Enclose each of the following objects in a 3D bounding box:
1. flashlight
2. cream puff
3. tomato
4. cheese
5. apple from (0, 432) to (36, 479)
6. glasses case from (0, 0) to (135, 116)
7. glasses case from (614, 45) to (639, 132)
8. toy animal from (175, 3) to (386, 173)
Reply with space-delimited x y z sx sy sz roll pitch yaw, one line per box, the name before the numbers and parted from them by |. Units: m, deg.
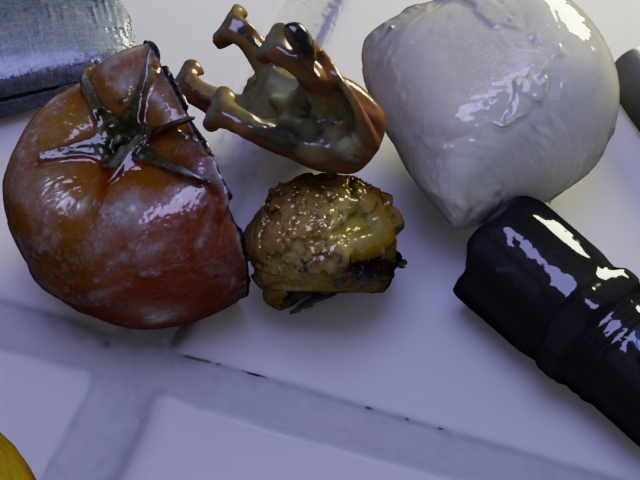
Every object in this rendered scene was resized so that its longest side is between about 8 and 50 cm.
flashlight | 0.269 0.127 1.204 0.103 0.103 0.424 -36 62 -24
cream puff | 0.000 0.000 1.270 0.119 0.133 0.104 -6 82 23
tomato | -0.157 -0.027 1.271 0.155 0.180 0.214 -24 52 -11
cheese | 0.143 -0.112 1.340 0.189 0.154 0.198 -26 53 1
apple | -0.309 0.203 1.032 0.302 0.301 0.301 0 53 0
glasses case | -0.297 -0.151 1.432 0.282 0.067 0.109 -15 51 -9
glasses case | 0.311 -0.085 1.393 0.072 0.042 0.190 -14 53 -19
toy animal | -0.016 -0.104 1.285 0.157 0.312 0.097 26 92 -20
